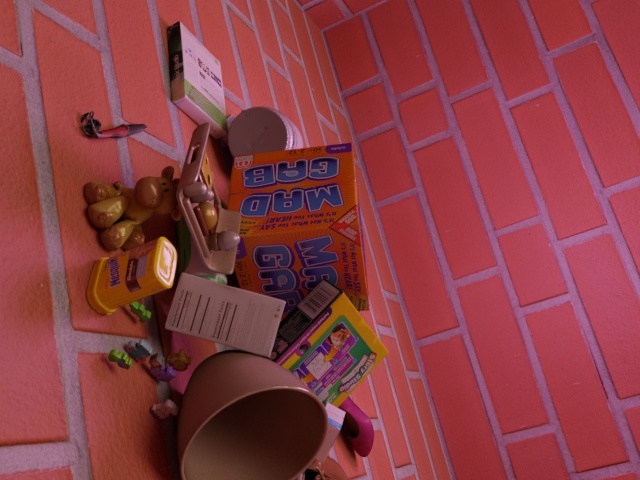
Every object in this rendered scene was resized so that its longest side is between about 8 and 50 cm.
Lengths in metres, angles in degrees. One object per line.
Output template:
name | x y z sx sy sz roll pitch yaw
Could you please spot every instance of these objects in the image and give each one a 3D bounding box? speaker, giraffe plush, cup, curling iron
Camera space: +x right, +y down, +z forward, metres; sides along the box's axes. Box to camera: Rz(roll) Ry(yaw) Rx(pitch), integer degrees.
speaker | -0.311 0.010 1.795 0.131 0.131 0.296 44 31 -53
giraffe plush | -0.399 -0.084 1.570 0.181 0.171 0.210 66 18 -8
cup | -0.181 0.380 1.546 0.331 0.331 0.237 53 -2 -41
curling iron | -0.499 -0.283 1.716 0.068 0.035 0.274 69 19 -2

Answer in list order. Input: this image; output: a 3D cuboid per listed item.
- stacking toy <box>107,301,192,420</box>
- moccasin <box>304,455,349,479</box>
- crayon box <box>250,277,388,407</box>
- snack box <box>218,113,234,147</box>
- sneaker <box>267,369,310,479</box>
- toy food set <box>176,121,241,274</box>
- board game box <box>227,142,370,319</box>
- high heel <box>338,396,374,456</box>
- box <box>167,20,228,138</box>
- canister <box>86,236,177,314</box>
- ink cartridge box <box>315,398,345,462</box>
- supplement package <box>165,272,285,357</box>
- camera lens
stacking toy | -0.368 0.259 1.495 0.221 0.052 0.167 56 21 -30
moccasin | -0.041 0.631 1.868 0.380 0.139 0.146 54 24 -37
crayon box | -0.018 0.339 1.928 0.106 0.363 0.313 33 -16 48
snack box | -0.315 -0.375 2.359 0.064 0.022 0.178 61 20 -20
sneaker | -0.064 0.476 1.731 0.180 0.125 0.320 5 75 -58
toy food set | -0.249 -0.097 1.649 0.306 0.093 0.219 78 10 -45
board game box | -0.057 -0.023 2.025 0.356 0.357 0.356 -91 173 -46
high heel | 0.059 0.590 2.327 0.181 0.127 0.376 -26 103 -39
box | -0.395 -0.512 2.227 0.232 0.059 0.321 40 32 -53
canister | -0.388 0.071 1.438 0.073 0.170 0.126 53 24 -40
ink cartridge box | 0.015 0.504 1.851 0.060 0.104 0.180 27 7 5
supplement package | -0.218 0.170 1.608 0.139 0.244 0.133 139 -33 -83
camera lens | -0.180 -0.324 2.313 0.274 0.220 0.219 -4 74 -83
